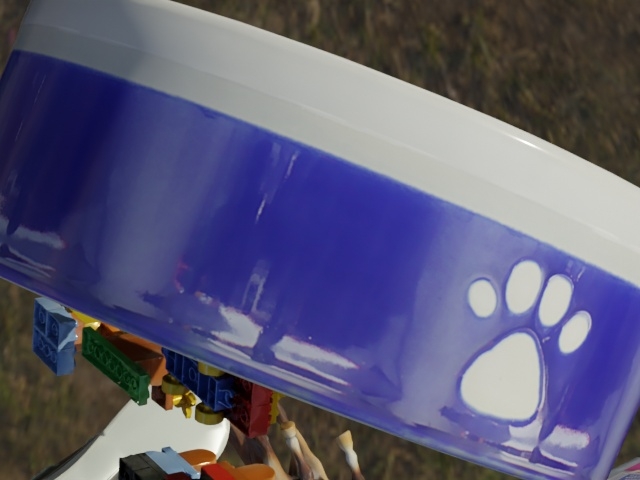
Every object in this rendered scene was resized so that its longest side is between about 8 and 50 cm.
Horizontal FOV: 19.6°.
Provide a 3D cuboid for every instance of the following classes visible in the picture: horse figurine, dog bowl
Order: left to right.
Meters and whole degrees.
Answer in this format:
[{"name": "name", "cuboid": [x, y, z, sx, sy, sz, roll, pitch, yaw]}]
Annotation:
[{"name": "horse figurine", "cuboid": [-0.010, 0.203, 1.495, 0.066, 0.263, 0.174, -26, 113, -18]}, {"name": "dog bowl", "cuboid": [0.000, 0.000, 0.692, 0.265, 0.265, 0.104, 22, 88, -10]}]

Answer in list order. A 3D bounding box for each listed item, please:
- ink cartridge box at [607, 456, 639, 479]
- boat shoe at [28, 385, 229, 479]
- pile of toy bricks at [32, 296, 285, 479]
[{"name": "ink cartridge box", "cuboid": [0.190, 0.158, 0.882, 0.185, 0.311, 0.065, 2, 95, 27]}, {"name": "boat shoe", "cuboid": [-0.137, 0.160, 1.007, 0.078, 0.219, 0.070, 49, 150, 4]}, {"name": "pile of toy bricks", "cuboid": [-0.057, 0.054, 0.918, 0.105, 0.212, 0.118, -9, 117, -32]}]
